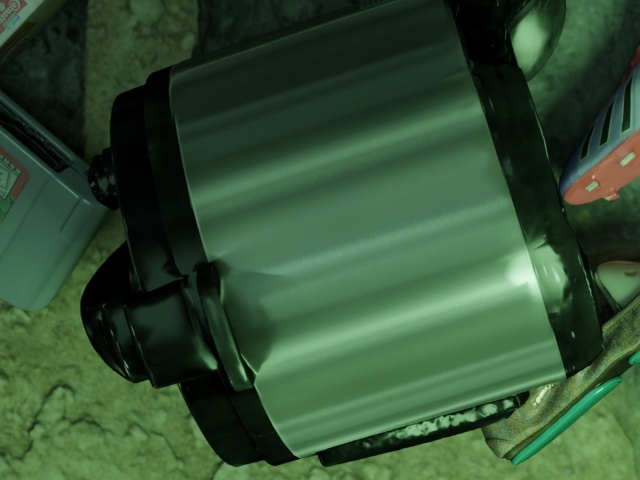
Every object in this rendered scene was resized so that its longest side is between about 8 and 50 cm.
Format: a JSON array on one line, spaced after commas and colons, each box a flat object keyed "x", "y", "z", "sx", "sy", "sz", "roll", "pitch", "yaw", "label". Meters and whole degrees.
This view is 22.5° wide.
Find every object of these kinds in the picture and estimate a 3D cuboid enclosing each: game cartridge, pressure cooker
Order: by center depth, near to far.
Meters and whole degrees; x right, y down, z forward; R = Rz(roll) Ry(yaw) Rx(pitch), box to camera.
[{"x": -0.002, "y": -0.006, "z": 1.385, "sx": 0.420, "sy": 0.370, "sz": 0.375, "roll": -17, "pitch": 61, "yaw": 5, "label": "pressure cooker"}, {"x": -0.359, "y": -0.069, "z": 1.617, "sx": 0.294, "sy": 0.060, "sz": 0.196, "roll": 40, "pitch": 131, "yaw": 4, "label": "game cartridge"}]

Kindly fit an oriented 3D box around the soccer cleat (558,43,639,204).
[{"x": 0.302, "y": -0.134, "z": 1.463, "sx": 0.248, "sy": 0.083, "sz": 0.095, "roll": -45, "pitch": 62, "yaw": 19, "label": "soccer cleat"}]

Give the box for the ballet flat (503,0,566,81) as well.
[{"x": 0.199, "y": -0.228, "z": 1.494, "sx": 0.057, "sy": 0.049, "sz": 0.173, "roll": 7, "pitch": 106, "yaw": -14, "label": "ballet flat"}]

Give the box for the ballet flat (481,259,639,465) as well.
[{"x": 0.263, "y": 0.084, "z": 1.487, "sx": 0.316, "sy": 0.107, "sz": 0.106, "roll": -38, "pitch": 74, "yaw": 16, "label": "ballet flat"}]

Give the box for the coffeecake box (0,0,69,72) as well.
[{"x": -0.348, "y": -0.280, "z": 1.608, "sx": 0.142, "sy": 0.068, "sz": 0.185, "roll": -43, "pitch": 87, "yaw": 16, "label": "coffeecake box"}]
